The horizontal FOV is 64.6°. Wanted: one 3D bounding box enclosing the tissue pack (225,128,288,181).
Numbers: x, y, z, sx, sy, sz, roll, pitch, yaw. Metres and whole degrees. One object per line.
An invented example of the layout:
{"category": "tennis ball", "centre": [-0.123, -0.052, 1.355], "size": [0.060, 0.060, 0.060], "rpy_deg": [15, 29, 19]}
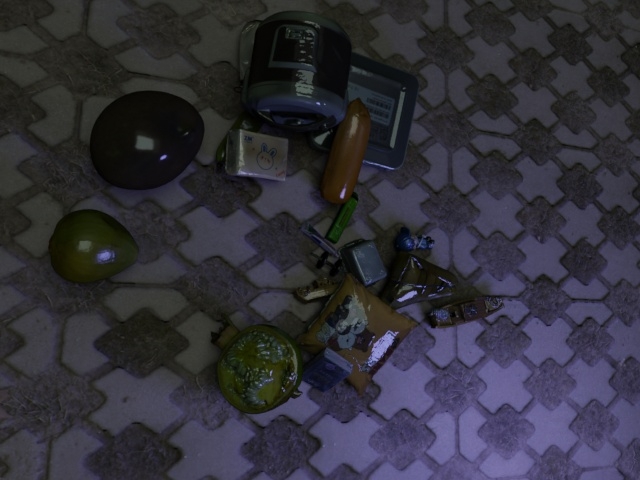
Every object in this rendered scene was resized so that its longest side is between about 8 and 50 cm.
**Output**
{"category": "tissue pack", "centre": [-0.204, -0.272, 1.635], "size": [0.196, 0.092, 0.148], "rpy_deg": [1, 93, -41]}

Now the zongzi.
{"category": "zongzi", "centre": [0.330, 0.207, 1.798], "size": [0.260, 0.123, 0.289], "rpy_deg": [25, 90, -22]}

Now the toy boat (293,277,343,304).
{"category": "toy boat", "centre": [0.011, 0.162, 1.706], "size": [0.206, 0.064, 0.072], "rpy_deg": [-10, 67, -24]}

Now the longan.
{"category": "longan", "centre": [-0.503, -0.298, 1.480], "size": [0.288, 0.288, 0.350], "rpy_deg": [48, 59, -8]}

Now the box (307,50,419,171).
{"category": "box", "centre": [0.159, -0.462, 1.816], "size": [0.367, 0.090, 0.373], "rpy_deg": [13, 86, -17]}

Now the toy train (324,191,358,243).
{"category": "toy train", "centre": [0.084, -0.088, 1.777], "size": [0.044, 0.042, 0.209], "rpy_deg": [32, 73, -14]}

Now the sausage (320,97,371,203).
{"category": "sausage", "centre": [0.092, -0.299, 1.699], "size": [0.134, 0.116, 0.354], "rpy_deg": [-1, 114, -45]}

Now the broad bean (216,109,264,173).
{"category": "broad bean", "centre": [-0.270, -0.348, 1.681], "size": [0.075, 0.067, 0.325], "rpy_deg": [30, 74, 13]}

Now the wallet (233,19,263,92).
{"category": "wallet", "centre": [-0.144, -0.630, 1.769], "size": [0.335, 0.068, 0.274], "rpy_deg": [-3, 86, -27]}

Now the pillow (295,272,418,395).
{"category": "pillow", "centre": [0.118, 0.309, 1.674], "size": [0.312, 0.119, 0.310], "rpy_deg": [39, 83, -12]}

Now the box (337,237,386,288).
{"category": "box", "centre": [0.150, 0.079, 1.749], "size": [0.124, 0.093, 0.172], "rpy_deg": [-24, 91, -22]}

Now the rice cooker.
{"category": "rice cooker", "centre": [-0.073, -0.507, 1.588], "size": [0.335, 0.335, 0.325], "rpy_deg": [9, 86, -19]}

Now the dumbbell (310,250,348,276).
{"category": "dumbbell", "centre": [0.030, 0.080, 1.718], "size": [0.147, 0.069, 0.069], "rpy_deg": [31, 73, -14]}

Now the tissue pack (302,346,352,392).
{"category": "tissue pack", "centre": [0.015, 0.417, 1.619], "size": [0.112, 0.156, 0.051], "rpy_deg": [35, 38, -12]}

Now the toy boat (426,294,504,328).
{"category": "toy boat", "centre": [0.539, 0.257, 1.853], "size": [0.321, 0.121, 0.089], "rpy_deg": [-9, 80, -21]}

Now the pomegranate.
{"category": "pomegranate", "centre": [-0.201, 0.358, 1.514], "size": [0.260, 0.260, 0.341], "rpy_deg": [-39, 67, -21]}

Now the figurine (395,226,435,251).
{"category": "figurine", "centre": [0.340, 0.003, 1.848], "size": [0.149, 0.086, 0.087], "rpy_deg": [8, 119, -30]}

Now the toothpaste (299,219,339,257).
{"category": "toothpaste", "centre": [0.000, 0.000, 1.742], "size": [0.170, 0.028, 0.045], "rpy_deg": [43, 64, -6]}

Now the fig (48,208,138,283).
{"category": "fig", "centre": [-0.635, 0.011, 1.418], "size": [0.230, 0.207, 0.207], "rpy_deg": [-24, 90, -45]}
